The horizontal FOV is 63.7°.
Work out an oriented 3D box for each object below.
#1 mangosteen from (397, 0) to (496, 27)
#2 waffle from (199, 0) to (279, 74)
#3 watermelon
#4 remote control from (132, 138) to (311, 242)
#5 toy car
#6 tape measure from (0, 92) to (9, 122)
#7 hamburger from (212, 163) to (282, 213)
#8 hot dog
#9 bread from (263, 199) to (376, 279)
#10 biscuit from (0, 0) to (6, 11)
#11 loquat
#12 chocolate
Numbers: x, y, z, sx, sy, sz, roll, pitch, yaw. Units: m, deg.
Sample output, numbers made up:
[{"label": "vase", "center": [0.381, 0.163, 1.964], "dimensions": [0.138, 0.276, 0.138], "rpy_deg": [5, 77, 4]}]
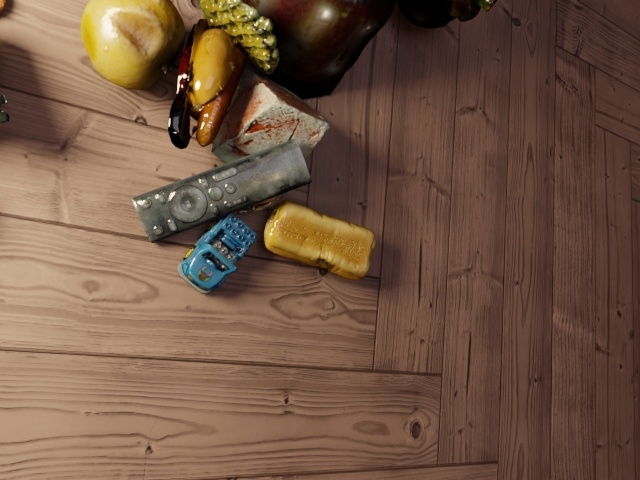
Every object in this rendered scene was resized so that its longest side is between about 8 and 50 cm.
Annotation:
[{"label": "mangosteen", "center": [0.369, -0.735, 1.481], "dimensions": [0.302, 0.275, 0.275], "rpy_deg": [33, 61, 21]}, {"label": "waffle", "center": [-0.173, -0.468, 1.145], "dimensions": [0.204, 0.223, 0.054], "rpy_deg": [37, 79, 5]}, {"label": "watermelon", "center": [-0.110, -0.297, 1.196], "dimensions": [0.213, 0.201, 0.261], "rpy_deg": [20, 66, -32]}, {"label": "remote control", "center": [-0.209, -0.110, 1.126], "dimensions": [0.377, 0.044, 0.107], "rpy_deg": [-22, 97, -10]}, {"label": "toy car", "center": [-0.222, 0.024, 1.146], "dimensions": [0.097, 0.100, 0.191], "rpy_deg": [44, 69, -23]}, {"label": "tape measure", "center": [-0.658, -0.308, 0.859], "dimensions": [0.246, 0.125, 0.243], "rpy_deg": [1, 47, -28]}, {"label": "hamburger", "center": [-0.174, -0.111, 1.205], "dimensions": [0.176, 0.087, 0.102], "rpy_deg": [12, 93, -23]}, {"label": "hot dog", "center": [-0.229, -0.330, 1.121], "dimensions": [0.107, 0.194, 0.326], "rpy_deg": [6, 75, 1]}, {"label": "bread", "center": [0.000, 0.000, 1.285], "dimensions": [0.305, 0.091, 0.142], "rpy_deg": [20, 76, -27]}, {"label": "biscuit", "center": [-0.672, -0.542, 0.988], "dimensions": [0.186, 0.036, 0.192], "rpy_deg": [35, 67, -25]}, {"label": "loquat", "center": [-0.376, -0.415, 1.048], "dimensions": [0.213, 0.213, 0.213], "rpy_deg": [4, 82, -30]}, {"label": "chocolate", "center": [0.012, -0.577, 1.232], "dimensions": [0.384, 0.331, 0.383], "rpy_deg": [3, 84, -32]}]
